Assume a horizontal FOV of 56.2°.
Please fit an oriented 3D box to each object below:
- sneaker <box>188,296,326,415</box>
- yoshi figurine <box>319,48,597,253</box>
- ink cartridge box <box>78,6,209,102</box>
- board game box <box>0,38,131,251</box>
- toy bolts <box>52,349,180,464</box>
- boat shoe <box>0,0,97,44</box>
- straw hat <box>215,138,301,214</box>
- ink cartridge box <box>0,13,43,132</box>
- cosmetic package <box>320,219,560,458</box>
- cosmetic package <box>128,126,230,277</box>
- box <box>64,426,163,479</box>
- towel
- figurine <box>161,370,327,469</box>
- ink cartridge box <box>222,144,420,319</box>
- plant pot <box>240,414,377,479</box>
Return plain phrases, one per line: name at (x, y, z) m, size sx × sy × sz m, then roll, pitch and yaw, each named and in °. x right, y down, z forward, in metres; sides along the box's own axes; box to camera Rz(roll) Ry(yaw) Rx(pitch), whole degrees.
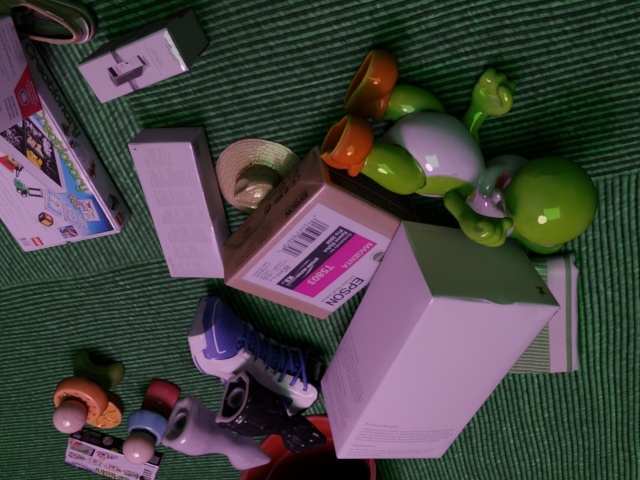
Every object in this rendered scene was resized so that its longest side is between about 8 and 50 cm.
sneaker at (-0.092, 0.214, 1.065) m, size 0.182 × 0.127 × 0.315 m, roll -12°, pitch 129°, yaw 12°
yoshi figurine at (0.197, -0.095, 0.752) m, size 0.362 × 0.203 × 0.203 m, roll 26°, pitch 118°, yaw -13°
ink cartridge box at (-0.224, -0.238, 0.769) m, size 0.135 × 0.099 × 0.056 m, roll -14°, pitch 123°, yaw 19°
board game box at (-0.446, -0.130, 0.907) m, size 0.193 × 0.053 × 0.305 m, roll -10°, pitch 123°, yaw 17°
toy bolts at (-0.411, 0.361, 1.183) m, size 0.229 × 0.158 × 0.218 m, roll 18°, pitch 126°, yaw -4°
boat shoe at (-0.393, -0.292, 0.773) m, size 0.190 × 0.072 × 0.068 m, roll 9°, pitch 126°, yaw 3°
straw hat at (-0.093, -0.078, 0.885) m, size 0.145 × 0.061 × 0.144 m, roll 4°, pitch 126°, yaw 6°
ink cartridge box at (-0.459, -0.185, 0.716) m, size 0.127 × 0.176 × 0.128 m, roll 9°, pitch 127°, yaw 18°
cosmetic package at (0.153, 0.164, 0.887) m, size 0.197 × 0.155 × 0.365 m, roll 8°, pitch 127°, yaw -20°
cosmetic package at (-0.205, -0.053, 0.918) m, size 0.099 × 0.060 × 0.239 m, roll 0°, pitch 125°, yaw 11°
box at (-0.472, 0.497, 1.364) m, size 0.207 × 0.036 × 0.114 m, roll 21°, pitch 125°, yaw -7°
towel at (0.256, 0.134, 0.998) m, size 0.325 × 0.038 × 0.247 m, roll -6°, pitch 123°, yaw 14°
figurine at (-0.129, 0.335, 1.039) m, size 0.215 × 0.092 × 0.209 m, roll -28°, pitch 129°, yaw 28°
ink cartridge box at (0.000, 0.000, 0.876) m, size 0.193 × 0.088 × 0.235 m, roll 24°, pitch 127°, yaw -32°
plant pot at (0.013, 0.538, 1.196) m, size 0.272 × 0.272 × 0.265 m, roll -11°, pitch 130°, yaw 16°
